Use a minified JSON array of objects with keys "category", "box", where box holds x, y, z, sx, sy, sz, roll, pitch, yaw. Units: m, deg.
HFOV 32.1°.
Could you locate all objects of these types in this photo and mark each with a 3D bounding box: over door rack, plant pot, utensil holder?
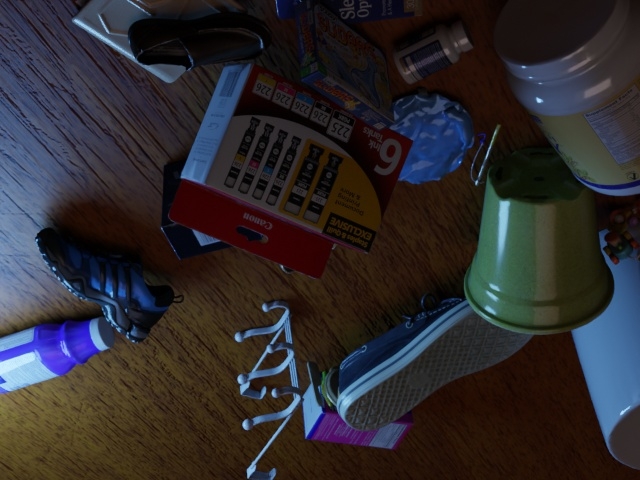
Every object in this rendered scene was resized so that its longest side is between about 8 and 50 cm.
[{"category":"over door rack","box":[-0.125,0.313,2.283,0.108,0.239,0.324,5,136,-14]},{"category":"plant pot","box":[0.392,-0.017,1.990,0.276,0.276,0.253,-6,126,1]},{"category":"utensil holder","box":[0.657,0.205,2.144,0.328,0.385,0.327,-3,138,-3]}]

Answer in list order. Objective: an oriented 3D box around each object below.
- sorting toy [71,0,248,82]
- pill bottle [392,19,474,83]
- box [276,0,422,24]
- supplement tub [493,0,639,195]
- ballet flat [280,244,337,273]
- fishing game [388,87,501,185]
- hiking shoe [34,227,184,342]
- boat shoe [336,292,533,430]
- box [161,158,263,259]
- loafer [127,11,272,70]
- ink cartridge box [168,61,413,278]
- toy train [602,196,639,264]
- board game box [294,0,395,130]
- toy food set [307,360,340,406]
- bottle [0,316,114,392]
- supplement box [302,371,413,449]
[{"category":"sorting toy","box":[-0.245,-0.349,1.701,0.193,0.038,0.208,31,131,-33]},{"category":"pill bottle","box":[0.180,-0.303,1.770,0.120,0.067,0.067,-24,135,19]},{"category":"box","box":[0.041,-0.391,1.684,0.225,0.036,0.136,-6,138,2]},{"category":"supplement tub","box":[0.436,-0.248,1.730,0.241,0.241,0.331,-28,133,23]},{"category":"ballet flat","box":[0.000,0.000,2.082,0.073,0.067,0.206,30,126,-33]},{"category":"fishing game","box":[0.173,-0.182,1.925,0.264,0.041,0.189,6,129,-4]},{"category":"hiking shoe","box":[-0.405,0.058,2.098,0.132,0.113,0.304,-46,124,-2]},{"category":"boat shoe","box":[0.240,0.204,2.277,0.500,0.156,0.187,-34,127,12]},{"category":"box","box":[-0.186,-0.067,1.920,0.156,0.158,0.093,-13,136,9]},{"category":"loafer","box":[-0.182,-0.289,1.683,0.220,0.078,0.080,-4,141,2]},{"category":"ink cartridge box","box":[-0.049,-0.099,1.782,0.309,0.130,0.271,22,88,-26]},{"category":"toy train","box":[0.581,-0.033,2.065,0.125,0.166,0.046,-14,132,46]},{"category":"board game box","box":[0.039,-0.267,1.703,0.035,0.136,0.201,-22,150,31]},{"category":"toy food set","box":[0.063,0.325,2.397,0.192,0.132,0.038,8,135,-21]},{"category":"bottle","box":[-0.556,0.225,2.248,0.283,0.092,0.118,-19,140,14]},{"category":"supplement box","box":[0.083,0.381,2.476,0.220,0.111,0.114,11,135,-18]}]
